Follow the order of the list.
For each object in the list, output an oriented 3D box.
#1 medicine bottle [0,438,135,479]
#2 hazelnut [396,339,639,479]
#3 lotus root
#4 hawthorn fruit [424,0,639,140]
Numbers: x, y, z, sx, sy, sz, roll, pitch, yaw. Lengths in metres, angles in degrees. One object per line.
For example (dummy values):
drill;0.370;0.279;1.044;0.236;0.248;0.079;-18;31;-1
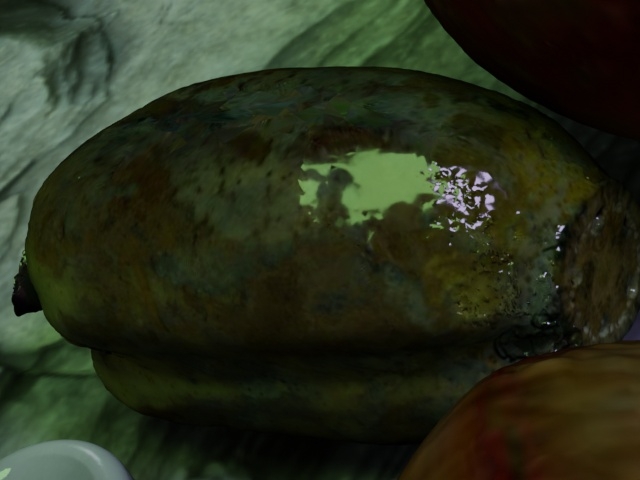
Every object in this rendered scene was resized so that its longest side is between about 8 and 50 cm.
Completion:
medicine bottle;-0.082;0.142;0.639;0.080;0.130;0.080;-15;42;14
hazelnut;0.089;0.135;0.518;0.208;0.208;0.208;-16;40;14
lotus root;0.000;0.000;0.735;0.275;0.152;0.160;2;38;29
hawthorn fruit;0.198;-0.222;0.717;0.403;0.403;0.403;-16;40;14
